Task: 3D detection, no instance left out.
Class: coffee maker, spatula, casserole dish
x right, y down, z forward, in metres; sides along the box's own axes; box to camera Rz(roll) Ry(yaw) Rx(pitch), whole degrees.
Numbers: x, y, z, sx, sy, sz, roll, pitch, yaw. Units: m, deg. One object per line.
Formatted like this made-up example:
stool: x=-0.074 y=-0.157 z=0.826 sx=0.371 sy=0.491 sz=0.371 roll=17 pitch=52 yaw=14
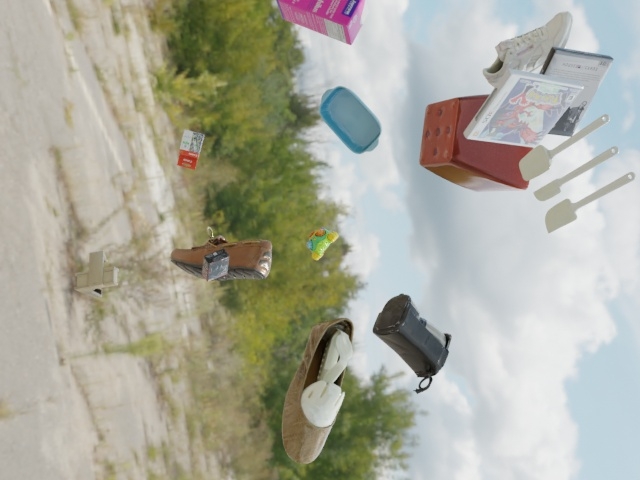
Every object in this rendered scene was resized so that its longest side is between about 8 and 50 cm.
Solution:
coffee maker: x=0.223 y=0.244 z=1.857 sx=0.178 sy=0.120 sz=0.171 roll=43 pitch=30 yaw=-25
spatula: x=0.489 y=-0.132 z=1.478 sx=0.242 sy=0.019 sz=0.168 roll=-41 pitch=-119 yaw=57
casserole dish: x=0.080 y=-0.303 z=1.905 sx=0.188 sy=0.037 sz=0.114 roll=48 pitch=-53 yaw=4

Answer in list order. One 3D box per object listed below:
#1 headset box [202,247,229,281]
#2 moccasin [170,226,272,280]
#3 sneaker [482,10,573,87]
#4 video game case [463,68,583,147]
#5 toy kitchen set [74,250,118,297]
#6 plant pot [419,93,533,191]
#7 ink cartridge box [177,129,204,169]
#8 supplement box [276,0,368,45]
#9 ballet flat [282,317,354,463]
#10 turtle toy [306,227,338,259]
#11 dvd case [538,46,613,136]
headset box: x=-0.275 y=0.067 z=1.998 sx=0.032 sy=0.062 sz=0.083 roll=49 pitch=-35 yaw=30
moccasin: x=-0.322 y=0.043 z=2.445 sx=0.139 sy=0.380 sz=0.147 roll=37 pitch=58 yaw=-45
sneaker: x=0.613 y=-0.563 z=2.262 sx=0.305 sy=0.152 sz=0.114 roll=-47 pitch=-153 yaw=29
video game case: x=0.434 y=-0.279 z=1.639 sx=0.183 sy=0.201 sz=0.023 roll=-59 pitch=-142 yaw=43
toy kitchen set: x=-0.418 y=0.064 z=1.472 sx=0.075 sy=0.083 sz=0.068 roll=48 pitch=36 yaw=-66
plant pot: x=0.433 y=-0.290 z=2.182 sx=0.267 sy=0.235 sz=0.267 roll=-174 pitch=-88 yaw=-69
ink cartridge box: x=-0.406 y=-0.282 z=2.376 sx=0.029 sy=0.062 sz=0.115 roll=-135 pitch=-120 yaw=-81
supplement box: x=0.006 y=-0.632 z=2.056 sx=0.111 sy=0.220 sz=0.114 roll=-64 pitch=168 yaw=-9
ballet flat: x=0.009 y=0.293 z=1.592 sx=0.124 sy=0.116 sz=0.342 roll=-41 pitch=-160 yaw=42
turtle toy: x=0.000 y=0.000 z=2.226 sx=0.066 sy=0.095 sz=0.130 roll=41 pitch=10 yaw=2
dvd case: x=0.631 y=-0.382 z=1.989 sx=0.030 sy=0.179 sz=0.239 roll=-108 pitch=-151 yaw=-47
